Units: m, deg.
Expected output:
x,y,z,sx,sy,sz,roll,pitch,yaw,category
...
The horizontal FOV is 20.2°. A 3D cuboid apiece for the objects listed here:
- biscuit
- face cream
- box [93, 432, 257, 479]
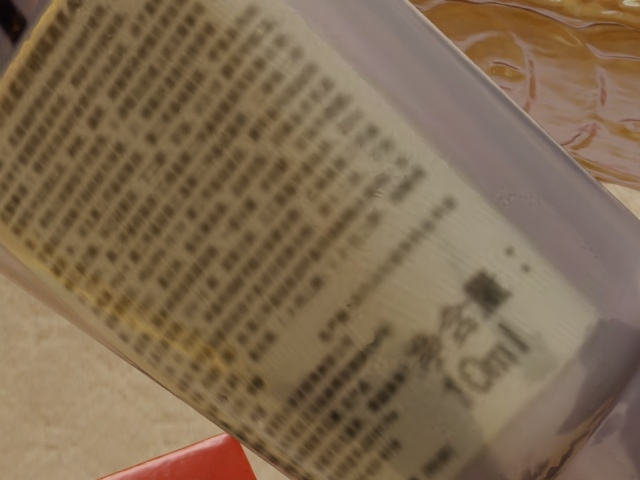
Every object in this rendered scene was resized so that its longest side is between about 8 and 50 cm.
x,y,z,sx,sy,sz,roll,pitch,yaw,category
0.173,-0.105,1.217,0.351,0.312,0.057,12,73,17,biscuit
0.000,0.000,0.452,0.274,0.096,0.154,38,124,1,face cream
-0.118,0.185,0.935,0.182,0.133,0.099,-17,74,-32,box
